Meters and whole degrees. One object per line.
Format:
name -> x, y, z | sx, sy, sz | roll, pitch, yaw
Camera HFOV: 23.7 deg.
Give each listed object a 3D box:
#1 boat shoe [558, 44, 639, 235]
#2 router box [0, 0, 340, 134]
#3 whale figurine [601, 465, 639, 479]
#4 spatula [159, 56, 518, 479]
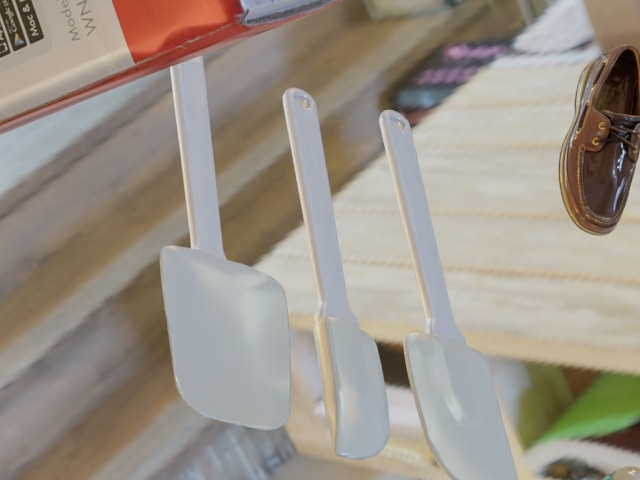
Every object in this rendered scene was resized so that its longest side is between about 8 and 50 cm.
boat shoe -> 0.251, -0.092, 1.335 | 0.060, 0.064, 0.178 | 123, 160, -66
router box -> -0.177, -0.190, 0.533 | 0.301, 0.336, 0.082 | -17, 7, 33
whale figurine -> 0.141, 0.246, 0.701 | 0.141, 0.216, 0.272 | -25, 42, 33
spatula -> 0.000, 0.000, 0.662 | 0.019, 0.168, 0.242 | -53, 32, 35
